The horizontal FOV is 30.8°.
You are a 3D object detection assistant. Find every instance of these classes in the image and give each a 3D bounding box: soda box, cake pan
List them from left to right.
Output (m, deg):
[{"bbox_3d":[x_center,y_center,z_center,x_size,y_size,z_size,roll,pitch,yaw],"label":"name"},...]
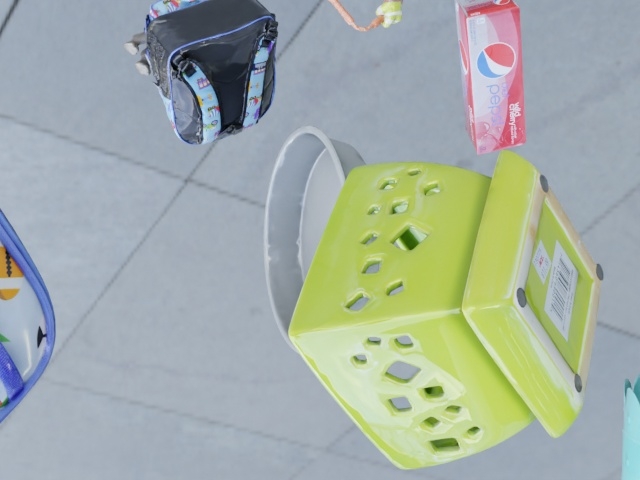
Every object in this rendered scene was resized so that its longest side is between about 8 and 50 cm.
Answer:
[{"bbox_3d":[0.000,0.000,1.483,0.054,0.293,0.293,0,143,-22],"label":"cake pan"},{"bbox_3d":[0.282,-0.277,1.917,0.092,0.083,0.263,-13,127,-2],"label":"soda box"}]

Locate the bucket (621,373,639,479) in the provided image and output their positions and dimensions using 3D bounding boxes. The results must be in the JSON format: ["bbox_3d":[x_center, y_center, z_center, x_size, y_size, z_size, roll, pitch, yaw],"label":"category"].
[{"bbox_3d":[0.412,0.237,1.096,0.281,0.183,0.281,4,-176,0],"label":"bucket"}]

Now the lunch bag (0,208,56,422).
[{"bbox_3d":[-0.270,0.010,0.563,0.115,0.243,0.303,16,141,37],"label":"lunch bag"}]

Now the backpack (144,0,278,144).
[{"bbox_3d":[-0.133,-0.210,1.431,0.158,0.117,0.173,-25,144,-21],"label":"backpack"}]

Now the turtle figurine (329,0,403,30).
[{"bbox_3d":[0.109,-0.403,1.498,0.217,0.269,0.087,-4,165,-19],"label":"turtle figurine"}]

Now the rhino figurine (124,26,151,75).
[{"bbox_3d":[-0.206,-0.295,1.976,0.243,0.106,0.073,32,150,2],"label":"rhino figurine"}]

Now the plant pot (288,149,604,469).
[{"bbox_3d":[0.136,0.060,1.095,0.207,0.228,0.227,-12,131,33],"label":"plant pot"}]
